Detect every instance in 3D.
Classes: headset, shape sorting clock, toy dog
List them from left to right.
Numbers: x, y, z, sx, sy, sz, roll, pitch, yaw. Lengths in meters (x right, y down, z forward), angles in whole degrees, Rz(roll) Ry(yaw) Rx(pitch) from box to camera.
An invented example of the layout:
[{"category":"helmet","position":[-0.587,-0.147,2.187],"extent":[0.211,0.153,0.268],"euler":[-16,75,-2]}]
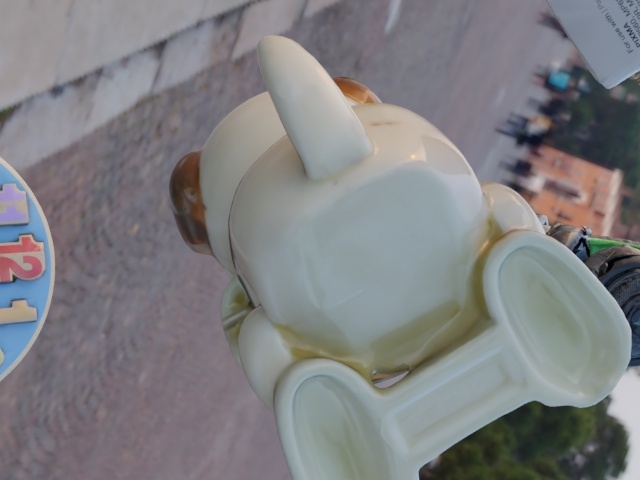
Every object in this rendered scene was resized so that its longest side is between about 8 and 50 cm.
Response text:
[{"category":"shape sorting clock","position":[-0.289,0.019,0.907],"extent":[0.206,0.206,0.040],"euler":[-66,-167,-18]},{"category":"toy dog","position":[0.000,0.000,1.127],"extent":[0.284,0.395,0.408],"euler":[-39,-157,-1]},{"category":"headset","position":[0.312,0.030,1.524],"extent":[0.394,0.243,0.185],"euler":[-8,113,-41]}]

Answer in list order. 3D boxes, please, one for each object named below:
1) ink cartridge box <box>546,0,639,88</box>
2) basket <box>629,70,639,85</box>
[{"category":"ink cartridge box","position":[0.283,-0.227,0.800],"extent":[0.197,0.114,0.273],"euler":[-34,179,-42]},{"category":"basket","position":[0.392,-0.282,1.150],"extent":[0.213,0.299,0.223],"euler":[4,70,-63]}]
